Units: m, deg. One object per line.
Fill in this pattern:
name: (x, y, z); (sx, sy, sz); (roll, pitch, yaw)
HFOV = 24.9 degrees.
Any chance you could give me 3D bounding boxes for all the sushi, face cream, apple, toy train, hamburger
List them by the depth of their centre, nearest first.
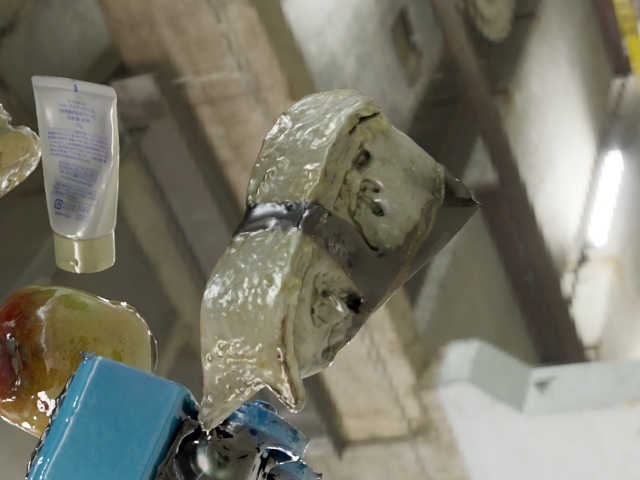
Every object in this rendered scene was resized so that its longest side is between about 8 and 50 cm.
sushi: (-0.019, 0.002, 1.023); (0.273, 0.134, 0.109); (-47, -44, -25)
toy train: (-0.152, 0.244, 1.482); (0.300, 0.265, 0.188); (79, -148, -67)
face cream: (-0.273, -0.077, 1.659); (0.070, 0.114, 0.224); (-37, -47, -56)
apple: (-0.309, 0.154, 1.768); (0.174, 0.207, 0.188); (171, 116, -81)
hamburger: (-0.486, -0.078, 1.772); (0.285, 0.266, 0.134); (-41, -59, -49)
